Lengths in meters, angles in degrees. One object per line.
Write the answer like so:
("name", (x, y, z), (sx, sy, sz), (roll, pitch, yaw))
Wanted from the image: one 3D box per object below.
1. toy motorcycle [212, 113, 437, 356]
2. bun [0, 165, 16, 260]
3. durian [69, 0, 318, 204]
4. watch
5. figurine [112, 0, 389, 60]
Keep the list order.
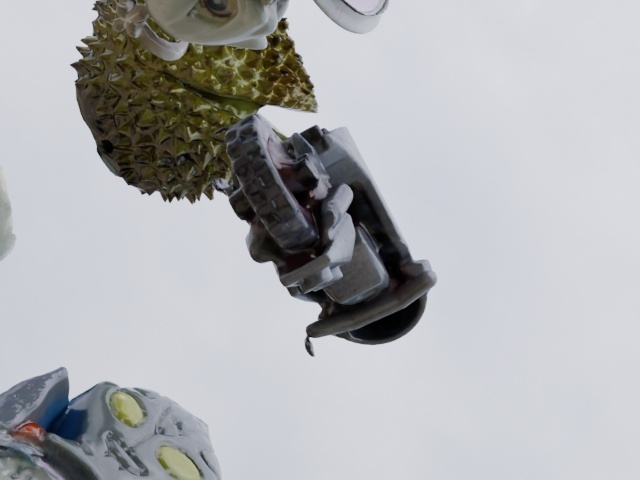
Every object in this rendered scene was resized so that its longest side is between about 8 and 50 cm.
("toy motorcycle", (0.000, 0.000, 0.813), (0.122, 0.080, 0.215), (62, 9, 5))
("bun", (-0.432, -0.082, 1.717), (0.287, 0.146, 0.287), (53, -22, 31))
("durian", (-0.130, -0.122, 1.288), (0.237, 0.138, 0.193), (10, -50, 50))
("watch", (-0.211, 0.217, 1.023), (0.241, 0.305, 0.274), (47, -48, 13))
("figurine", (-0.050, -0.162, 0.987), (0.154, 0.132, 0.132), (-20, -72, 27))
